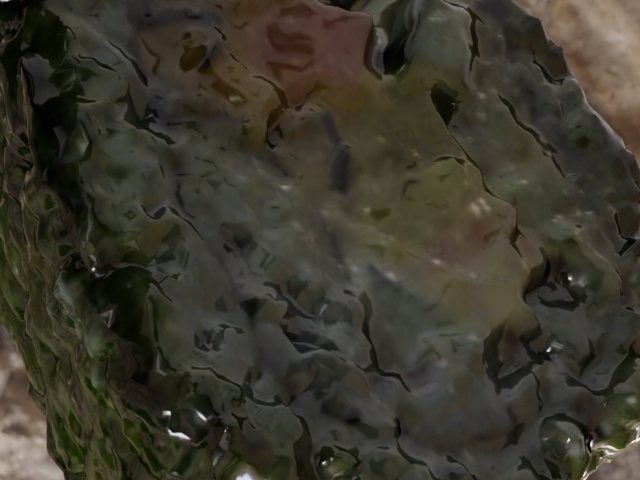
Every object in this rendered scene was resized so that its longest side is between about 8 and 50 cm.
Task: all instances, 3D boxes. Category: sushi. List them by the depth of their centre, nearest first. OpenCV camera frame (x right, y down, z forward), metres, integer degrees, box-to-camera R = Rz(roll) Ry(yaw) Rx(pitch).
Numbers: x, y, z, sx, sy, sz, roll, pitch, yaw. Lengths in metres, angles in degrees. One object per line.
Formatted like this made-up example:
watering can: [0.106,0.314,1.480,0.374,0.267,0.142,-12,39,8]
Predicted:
sushi: [0.000,0.000,0.777,0.294,0.352,0.178,-15,159,-28]
